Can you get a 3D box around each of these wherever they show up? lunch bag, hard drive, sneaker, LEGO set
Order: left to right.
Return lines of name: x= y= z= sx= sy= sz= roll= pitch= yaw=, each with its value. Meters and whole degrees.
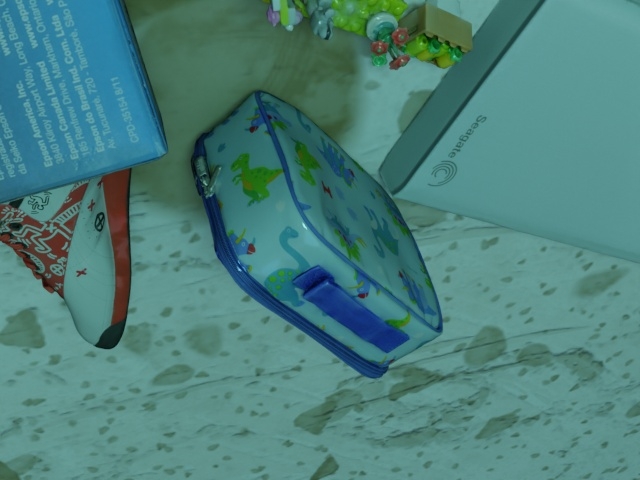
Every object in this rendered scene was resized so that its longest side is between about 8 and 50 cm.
sneaker: x=-0.215 y=-0.023 z=0.819 sx=0.145 sy=0.090 sz=0.270 roll=-4 pitch=133 yaw=-16
lunch bag: x=0.000 y=0.000 z=0.857 sx=0.090 sy=0.176 sz=0.219 roll=-35 pitch=137 yaw=17
LEGO set: x=0.015 y=-0.175 z=0.727 sx=0.132 sy=0.107 sz=0.287 roll=-27 pitch=138 yaw=9
hard drive: x=0.258 y=-0.092 z=0.954 sx=0.353 sy=0.047 sz=0.233 roll=13 pitch=129 yaw=-31

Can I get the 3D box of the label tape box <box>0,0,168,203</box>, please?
label tape box: x=-0.281 y=-0.123 z=0.621 sx=0.334 sy=0.106 sz=0.240 roll=-16 pitch=118 yaw=-4
